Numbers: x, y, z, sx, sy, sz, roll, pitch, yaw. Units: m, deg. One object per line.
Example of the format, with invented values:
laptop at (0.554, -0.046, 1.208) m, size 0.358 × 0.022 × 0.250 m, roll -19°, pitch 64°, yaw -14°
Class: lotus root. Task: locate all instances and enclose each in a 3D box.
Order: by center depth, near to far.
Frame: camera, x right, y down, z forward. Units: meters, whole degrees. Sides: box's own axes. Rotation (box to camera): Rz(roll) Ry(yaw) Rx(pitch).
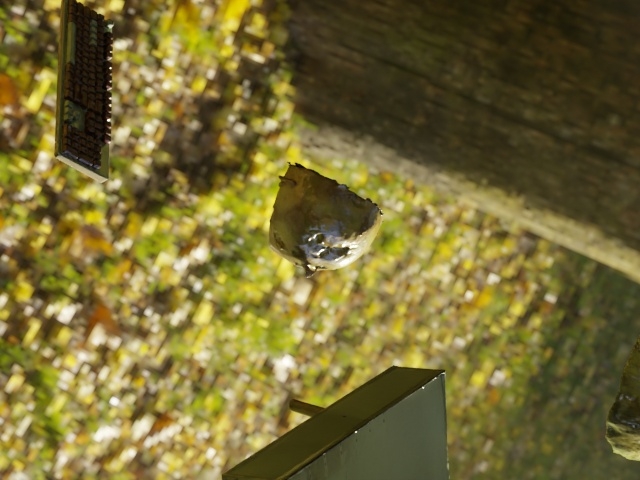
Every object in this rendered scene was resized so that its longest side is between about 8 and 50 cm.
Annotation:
lotus root at (0.356, 0.128, 1.390) m, size 0.183 × 0.078 × 0.203 m, roll 26°, pitch 92°, yaw -57°

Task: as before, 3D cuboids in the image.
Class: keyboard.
keyboard at (-0.189, -0.125, 1.189) m, size 0.055 × 0.017 × 0.166 m, roll 32°, pitch 42°, yaw -42°

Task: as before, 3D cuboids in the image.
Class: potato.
potato at (0.000, 0.000, 1.417) m, size 0.172 × 0.101 × 0.089 m, roll 83°, pitch 29°, yaw -75°

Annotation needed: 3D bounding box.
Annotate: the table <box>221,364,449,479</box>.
table at (-0.011, 0.168, 0.944) m, size 0.240 × 0.111 × 0.121 m, roll -22°, pitch 110°, yaw -61°
